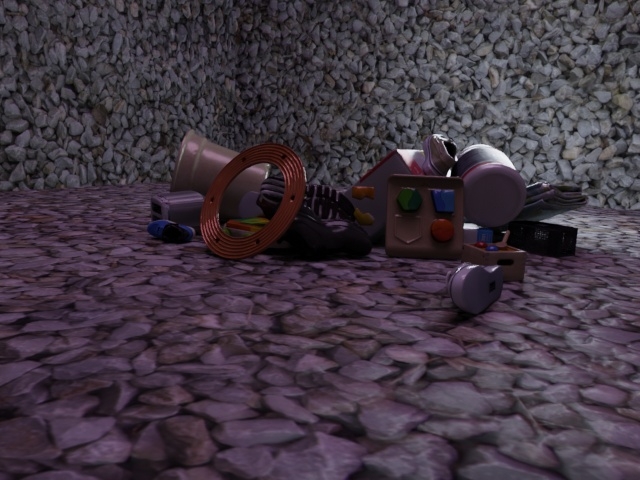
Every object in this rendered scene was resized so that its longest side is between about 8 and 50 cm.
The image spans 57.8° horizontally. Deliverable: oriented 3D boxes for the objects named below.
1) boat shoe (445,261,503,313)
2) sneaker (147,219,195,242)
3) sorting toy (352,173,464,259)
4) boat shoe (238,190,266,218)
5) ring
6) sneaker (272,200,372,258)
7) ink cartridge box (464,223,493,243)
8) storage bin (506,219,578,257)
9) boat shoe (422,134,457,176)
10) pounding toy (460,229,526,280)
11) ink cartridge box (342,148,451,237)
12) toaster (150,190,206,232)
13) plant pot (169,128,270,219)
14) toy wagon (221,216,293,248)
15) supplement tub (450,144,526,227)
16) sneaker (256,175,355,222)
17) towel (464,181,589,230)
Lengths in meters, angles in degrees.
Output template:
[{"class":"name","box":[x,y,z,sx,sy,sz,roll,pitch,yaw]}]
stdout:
[{"class":"boat shoe","box":[0.286,0.089,1.131,0.084,0.095,0.258,4,-1,31]},{"class":"sneaker","box":[-0.448,-0.028,1.677,0.152,0.058,0.084,12,3,14]},{"class":"sorting toy","box":[0.238,-0.069,1.583,0.307,0.229,0.041,3,-8,2]},{"class":"boat shoe","box":[-0.156,-0.110,1.817,0.088,0.096,0.267,17,-20,-39]},{"class":"ring","box":[-0.176,-0.103,1.509,0.337,0.336,0.032,10,-18,38]},{"class":"sneaker","box":[0.000,0.000,1.529,0.286,0.130,0.109,17,-38,-13]},{"class":"ink cartridge box","box":[0.391,-0.005,1.692,0.191,0.082,0.139,4,10,4]},{"class":"storage bin","box":[0.674,-0.008,1.769,0.122,0.084,0.180,-4,13,-34]},{"class":"boat shoe","box":[0.381,-0.266,1.793,0.109,0.094,0.302,43,28,-14]},{"class":"pounding toy","box":[0.427,0.035,1.406,0.141,0.100,0.130,0,11,-15]},{"class":"ink cartridge box","box":[0.251,-0.145,1.852,0.279,0.160,0.385,-41,-12,27]},{"class":"toaster","box":[-0.444,-0.086,1.828,0.146,0.129,0.227,-8,16,-30]},{"class":"plant pot","box":[-0.351,-0.200,2.084,0.305,0.333,0.334,13,9,-5]},{"class":"toy wagon","box":[-0.180,-0.024,1.692,0.344,0.068,0.267,11,13,41]},{"class":"supplement tub","box":[0.491,-0.171,1.731,0.191,0.191,0.272,3,25,4]},{"class":"sneaker","box":[-0.051,-0.091,1.638,0.281,0.106,0.162,20,-25,-15]},{"class":"towel","box":[0.662,-0.095,1.940,0.320,0.090,0.374,-1,-15,-45]}]
